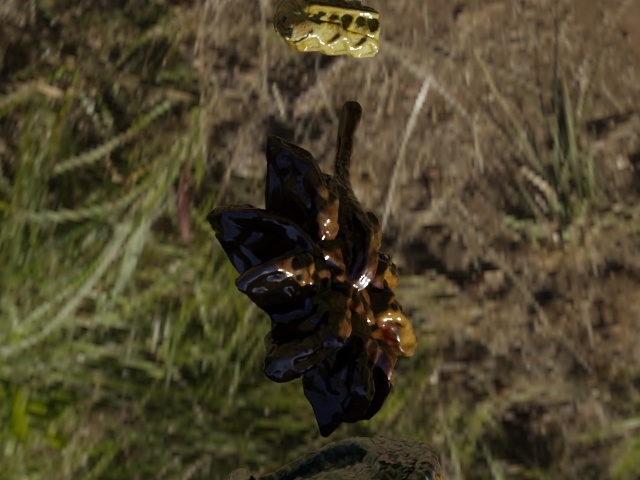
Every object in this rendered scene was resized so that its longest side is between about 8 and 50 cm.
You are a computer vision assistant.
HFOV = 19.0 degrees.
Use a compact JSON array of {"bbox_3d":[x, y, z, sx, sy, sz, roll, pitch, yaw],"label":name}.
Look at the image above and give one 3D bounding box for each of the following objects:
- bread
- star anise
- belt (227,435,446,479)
[{"bbox_3d":[0.003,-0.220,1.936,0.110,0.066,0.060,4,154,-31],"label":"bread"},{"bbox_3d":[-0.002,-0.002,1.125,0.073,0.234,0.177,-24,155,24],"label":"star anise"},{"bbox_3d":[-0.003,0.203,1.122,0.207,0.295,0.160,-29,94,7],"label":"belt"}]
